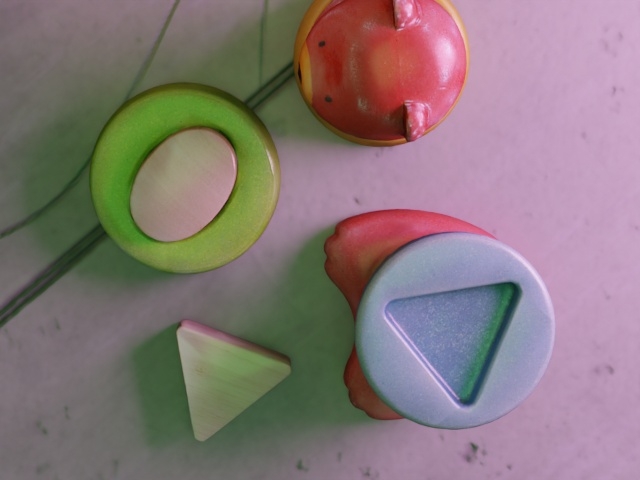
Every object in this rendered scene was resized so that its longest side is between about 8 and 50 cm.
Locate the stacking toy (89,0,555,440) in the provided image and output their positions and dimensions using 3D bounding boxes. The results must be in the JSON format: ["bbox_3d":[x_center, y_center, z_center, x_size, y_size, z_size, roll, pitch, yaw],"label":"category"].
[{"bbox_3d":[0.000,0.000,0.801,0.279,0.130,0.309,-19,101,0],"label":"stacking toy"}]
